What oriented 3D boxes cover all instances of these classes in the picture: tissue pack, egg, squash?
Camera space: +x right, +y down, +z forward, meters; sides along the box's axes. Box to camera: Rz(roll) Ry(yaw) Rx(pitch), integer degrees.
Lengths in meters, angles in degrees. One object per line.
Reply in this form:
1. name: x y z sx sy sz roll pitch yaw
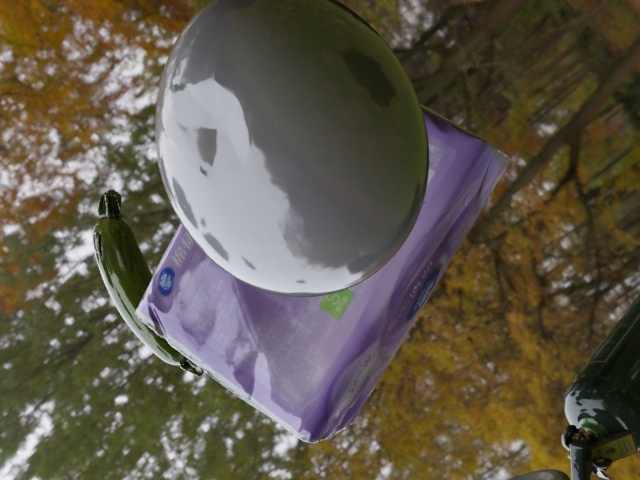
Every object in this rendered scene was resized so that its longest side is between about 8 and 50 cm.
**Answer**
1. tissue pack: 0.000 0.000 0.911 0.242 0.338 0.160 34 -168 20
2. egg: -0.018 -0.062 0.586 0.232 0.176 0.176 72 173 -59
3. squash: -0.272 0.079 1.353 0.071 0.080 0.318 18 135 63

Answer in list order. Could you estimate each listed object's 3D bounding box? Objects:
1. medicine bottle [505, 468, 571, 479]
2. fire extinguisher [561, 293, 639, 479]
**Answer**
1. medicine bottle: 0.217 0.310 0.843 0.168 0.105 0.105 66 -158 3
2. fire extinguisher: 0.344 0.141 0.962 0.311 0.095 0.114 -41 -60 -30
